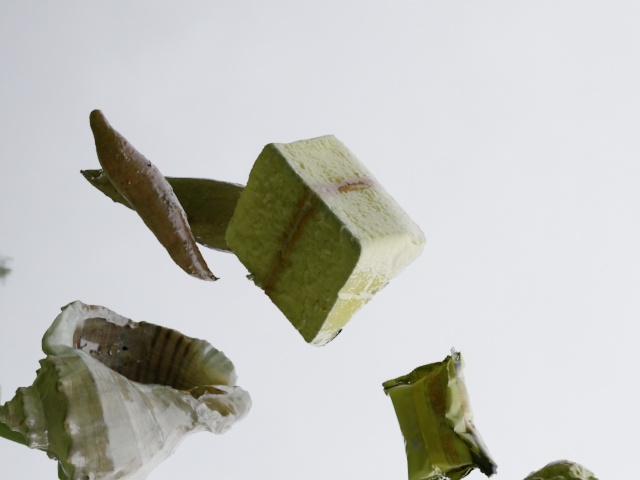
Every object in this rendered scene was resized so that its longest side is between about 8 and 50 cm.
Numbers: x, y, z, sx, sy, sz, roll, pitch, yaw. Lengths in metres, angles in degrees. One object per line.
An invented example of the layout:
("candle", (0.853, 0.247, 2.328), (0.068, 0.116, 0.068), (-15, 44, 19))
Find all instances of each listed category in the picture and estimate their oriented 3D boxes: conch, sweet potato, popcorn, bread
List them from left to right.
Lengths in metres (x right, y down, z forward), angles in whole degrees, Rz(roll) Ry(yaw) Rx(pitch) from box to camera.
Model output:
("conch", (-0.262, 0.206, 1.537), (0.186, 0.324, 0.263), (-42, -130, 34))
("sweet potato", (-0.248, -0.065, 1.751), (0.072, 0.314, 0.066), (-38, -178, 39))
("sweet potato", (-0.228, -0.060, 2.127), (0.130, 0.422, 0.131), (17, 90, -73))
("bread", (0.000, 0.000, 1.827), (0.263, 0.198, 0.236), (50, -53, 27))
("popcorn", (0.297, 0.317, 1.467), (0.109, 0.089, 0.097), (6, -111, 40))

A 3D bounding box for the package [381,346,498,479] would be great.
("package", (0.192, 0.300, 1.941), (0.168, 0.090, 0.226), (-25, -116, 26))

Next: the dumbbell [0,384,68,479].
("dumbbell", (-0.416, 0.270, 1.694), (0.108, 0.302, 0.121), (-22, 125, -67))
